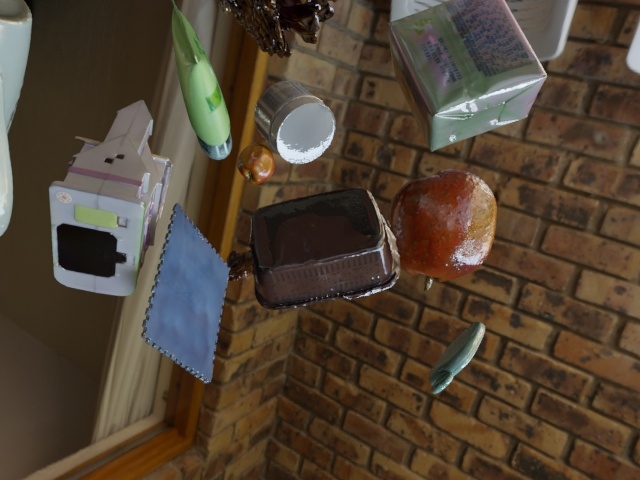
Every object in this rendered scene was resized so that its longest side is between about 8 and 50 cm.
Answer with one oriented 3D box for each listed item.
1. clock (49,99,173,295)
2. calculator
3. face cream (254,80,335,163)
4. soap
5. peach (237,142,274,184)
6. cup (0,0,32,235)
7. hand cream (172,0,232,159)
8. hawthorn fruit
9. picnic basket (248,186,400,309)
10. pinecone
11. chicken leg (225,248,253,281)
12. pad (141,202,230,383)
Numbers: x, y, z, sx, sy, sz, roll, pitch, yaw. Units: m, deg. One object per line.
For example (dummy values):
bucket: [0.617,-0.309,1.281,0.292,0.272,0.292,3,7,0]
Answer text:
clock: [-0.372,-0.094,0.935,0.166,0.235,0.310,13,-138,-13]
calculator: [0.201,0.171,0.758,0.021,0.095,0.153,44,-139,10]
face cream: [-0.071,-0.315,1.359,0.177,0.177,0.153,2,-146,-38]
soap: [0.228,-0.276,0.827,0.182,0.200,0.138,-21,160,4]
peach: [-0.162,-0.199,1.313,0.100,0.101,0.101,13,-165,-3]
cup: [-0.365,-0.125,0.482,0.258,0.234,0.186,47,-158,9]
hand cream: [-0.131,-0.164,0.573,0.045,0.175,0.095,-17,-120,-11]
hawthorn fruit: [0.290,-0.021,1.252,0.275,0.300,0.275,11,179,0]
picnic basket: [0.000,0.000,0.978,0.296,0.129,0.223,-12,-119,-1]
pinecone: [-0.073,-0.525,1.018,0.242,0.296,0.298,26,163,4]
chicken leg: [-0.187,0.045,1.350,0.048,0.219,0.090,16,-127,-49]
pad: [-0.243,0.107,0.974,0.012,0.269,0.270,-4,147,14]
